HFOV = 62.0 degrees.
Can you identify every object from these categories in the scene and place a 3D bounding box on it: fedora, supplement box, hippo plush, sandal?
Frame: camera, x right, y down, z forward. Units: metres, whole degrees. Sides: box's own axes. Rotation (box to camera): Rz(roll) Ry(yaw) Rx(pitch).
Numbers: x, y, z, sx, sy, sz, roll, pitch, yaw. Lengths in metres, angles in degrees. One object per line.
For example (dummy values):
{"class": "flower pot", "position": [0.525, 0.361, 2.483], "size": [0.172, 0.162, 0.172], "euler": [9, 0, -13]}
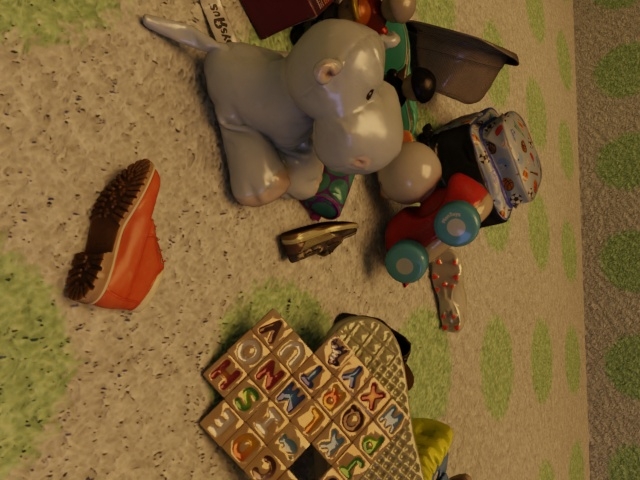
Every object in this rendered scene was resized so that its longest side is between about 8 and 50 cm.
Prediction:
{"class": "fedora", "position": [0.278, -0.362, 1.114], "size": [0.275, 0.244, 0.124], "euler": [-26, 136, -60]}
{"class": "supplement box", "position": [-0.024, -0.380, 0.770], "size": [0.080, 0.104, 0.188], "euler": [59, 44, -30]}
{"class": "hippo plush", "position": [-0.004, -0.191, 0.664], "size": [0.234, 0.237, 0.294], "euler": [-46, 122, -45]}
{"class": "sandal", "position": [0.145, 0.429, 0.896], "size": [0.317, 0.126, 0.138], "euler": [-16, 103, -51]}

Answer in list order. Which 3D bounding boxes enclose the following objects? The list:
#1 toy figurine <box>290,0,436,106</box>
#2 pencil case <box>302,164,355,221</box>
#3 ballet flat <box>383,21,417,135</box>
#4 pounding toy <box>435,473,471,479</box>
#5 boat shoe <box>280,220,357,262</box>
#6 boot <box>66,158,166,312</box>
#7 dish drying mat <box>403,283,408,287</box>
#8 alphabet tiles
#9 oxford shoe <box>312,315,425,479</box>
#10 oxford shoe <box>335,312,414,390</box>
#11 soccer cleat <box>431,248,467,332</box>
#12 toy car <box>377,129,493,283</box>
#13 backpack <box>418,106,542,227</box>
{"class": "toy figurine", "position": [0.077, -0.293, 0.857], "size": [0.209, 0.148, 0.213], "euler": [-33, 112, -50]}
{"class": "pencil case", "position": [0.023, -0.107, 0.835], "size": [0.065, 0.070, 0.151], "euler": [27, 61, -11]}
{"class": "ballet flat", "position": [0.135, -0.305, 1.009], "size": [0.087, 0.083, 0.247], "euler": [-28, 111, -76]}
{"class": "pounding toy", "position": [0.257, 0.593, 0.983], "size": [0.155, 0.154, 0.269], "euler": [-14, 93, -53]}
{"class": "boat shoe", "position": [0.000, 0.000, 0.807], "size": [0.152, 0.056, 0.049], "euler": [-13, 101, -43]}
{"class": "boot", "position": [-0.192, -0.003, 0.550], "size": [0.085, 0.059, 0.157], "euler": [34, 69, -50]}
{"class": "dish drying mat", "position": [0.184, 0.062, 1.078], "size": [0.083, 0.008, 0.032], "euler": [-41, 119, -48]}
{"class": "alphabet tiles", "position": [-0.024, 0.211, 0.668], "size": [0.198, 0.009, 0.237], "euler": [-42, 97, -19]}
{"class": "oxford shoe", "position": [0.057, 0.334, 0.745], "size": [0.169, 0.130, 0.449], "euler": [1, 76, -16]}
{"class": "oxford shoe", "position": [0.115, 0.203, 0.899], "size": [0.227, 0.096, 0.082], "euler": [49, 48, -41]}
{"class": "soccer cleat", "position": [0.285, 0.106, 1.165], "size": [0.076, 0.068, 0.196], "euler": [-34, 120, -55]}
{"class": "toy car", "position": [0.163, -0.085, 0.964], "size": [0.238, 0.210, 0.219], "euler": [50, 28, 1]}
{"class": "backpack", "position": [0.373, -0.180, 1.206], "size": [0.263, 0.213, 0.276], "euler": [-50, 122, -56]}
